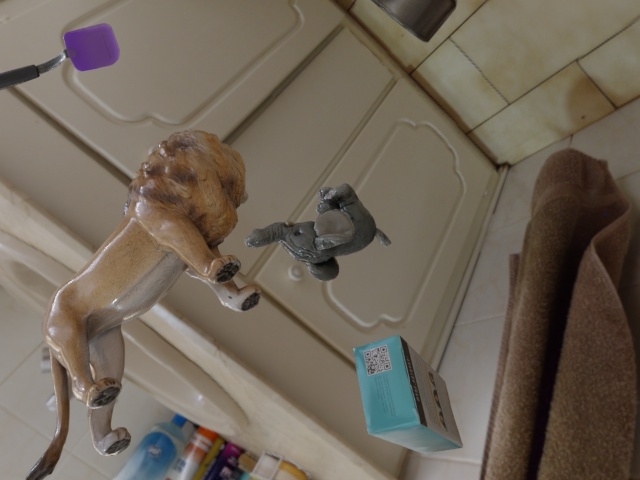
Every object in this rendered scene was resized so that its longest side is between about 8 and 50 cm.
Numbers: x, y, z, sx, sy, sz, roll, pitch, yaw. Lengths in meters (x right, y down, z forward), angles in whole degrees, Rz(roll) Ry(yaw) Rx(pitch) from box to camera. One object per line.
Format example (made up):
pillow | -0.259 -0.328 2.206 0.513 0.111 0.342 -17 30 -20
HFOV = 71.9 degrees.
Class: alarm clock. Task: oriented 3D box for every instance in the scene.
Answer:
alarm clock | 0.093 -0.274 0.475 0.064 0.192 0.129 -47 73 27

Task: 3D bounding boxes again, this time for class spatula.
spatula | -0.549 -0.349 0.882 0.030 0.296 0.084 -82 -27 -85

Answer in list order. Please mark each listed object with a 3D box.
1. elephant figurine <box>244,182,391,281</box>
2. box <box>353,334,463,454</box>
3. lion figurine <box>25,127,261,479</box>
elephant figurine | 0.000 0.000 0.926 0.186 0.239 0.169 -3 120 38
box | 0.122 0.212 0.578 0.060 0.101 0.244 -21 144 17
lion figurine | -0.217 0.046 0.512 0.240 0.392 0.142 41 170 30
